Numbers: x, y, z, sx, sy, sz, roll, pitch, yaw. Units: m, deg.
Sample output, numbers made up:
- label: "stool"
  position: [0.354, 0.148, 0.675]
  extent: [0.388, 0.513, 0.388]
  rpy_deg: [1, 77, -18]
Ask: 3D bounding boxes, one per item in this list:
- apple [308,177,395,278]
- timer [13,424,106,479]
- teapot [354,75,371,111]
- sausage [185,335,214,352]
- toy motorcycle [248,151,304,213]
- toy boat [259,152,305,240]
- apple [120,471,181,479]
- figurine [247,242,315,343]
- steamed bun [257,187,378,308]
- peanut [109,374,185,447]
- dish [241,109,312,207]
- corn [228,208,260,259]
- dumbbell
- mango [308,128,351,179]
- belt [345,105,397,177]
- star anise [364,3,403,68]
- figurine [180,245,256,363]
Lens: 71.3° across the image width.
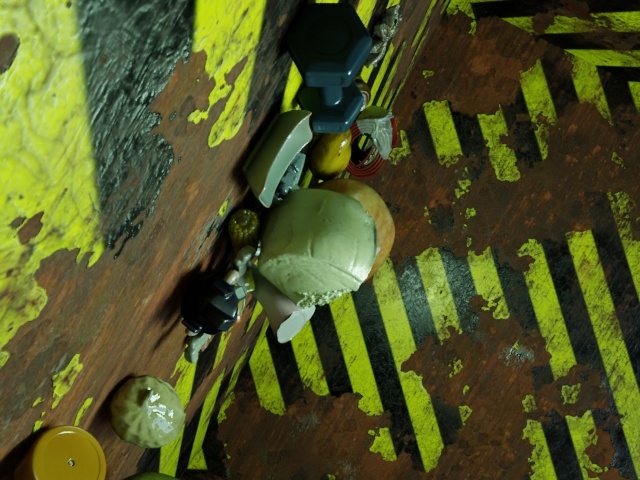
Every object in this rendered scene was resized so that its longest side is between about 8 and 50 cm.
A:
- label: "apple"
  position: [0.064, -0.020, 1.540]
  extent: [0.391, 0.391, 0.346]
  rpy_deg: [-64, 178, 39]
- label: "timer"
  position: [-0.453, 0.399, 0.724]
  extent: [0.152, 0.132, 0.132]
  rpy_deg: [-38, 179, 11]
- label: "teapot"
  position: [0.123, -0.506, 1.548]
  extent: [0.098, 0.078, 0.129]
  rpy_deg: [-18, 143, -15]
- label: "sausage"
  position: [-0.326, 0.249, 1.326]
  extent: [0.169, 0.065, 0.065]
  rpy_deg: [-57, 174, -40]
- label: "toy motorcycle"
  position: [-0.106, -0.143, 1.121]
  extent: [0.193, 0.061, 0.124]
  rpy_deg: [-56, -150, -12]
- label: "toy boat"
  position: [-0.102, -0.120, 1.306]
  extent: [0.141, 0.092, 0.319]
  rpy_deg: [-65, 179, -52]
- label: "apple"
  position: [-0.458, 0.810, 1.077]
  extent: [0.474, 0.473, 0.473]
  rpy_deg: [-60, 175, -8]
- label: "figurine"
  position: [-0.159, 0.148, 1.359]
  extent: [0.206, 0.316, 0.284]
  rpy_deg: [-49, 159, 16]
- label: "steamed bun"
  position: [0.000, 0.000, 1.148]
  extent: [0.272, 0.273, 0.290]
  rpy_deg: [-27, -132, 25]
- label: "peanut"
  position: [-0.395, 0.412, 1.048]
  extent: [0.143, 0.159, 0.291]
  rpy_deg: [-30, 163, -23]
- label: "dish"
  position: [-0.101, -0.192, 0.997]
  extent: [0.212, 0.077, 0.151]
  rpy_deg: [-60, 177, -8]
- label: "corn"
  position: [-0.195, -0.004, 1.137]
  extent: [0.080, 0.080, 0.231]
  rpy_deg: [-58, 177, -26]
- label: "dumbbell"
  position: [0.019, -0.346, 0.945]
  extent: [0.144, 0.160, 0.325]
  rpy_deg: [-30, 172, -1]
- label: "mango"
  position: [0.031, -0.298, 1.520]
  extent: [0.177, 0.120, 0.295]
  rpy_deg: [-52, 172, -10]
- label: "belt"
  position: [0.193, -0.413, 1.864]
  extent: [0.115, 0.227, 0.324]
  rpy_deg: [-61, 176, -38]
- label: "star anise"
  position: [0.191, -0.656, 1.433]
  extent: [0.208, 0.063, 0.172]
  rpy_deg: [-59, 172, 29]
- label: "figurine"
  position: [-0.249, 0.150, 1.080]
  extent: [0.308, 0.143, 0.308]
  rpy_deg: [11, 90, -88]
